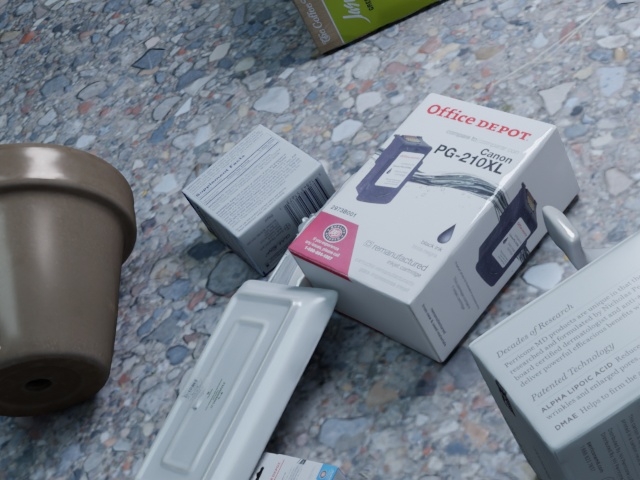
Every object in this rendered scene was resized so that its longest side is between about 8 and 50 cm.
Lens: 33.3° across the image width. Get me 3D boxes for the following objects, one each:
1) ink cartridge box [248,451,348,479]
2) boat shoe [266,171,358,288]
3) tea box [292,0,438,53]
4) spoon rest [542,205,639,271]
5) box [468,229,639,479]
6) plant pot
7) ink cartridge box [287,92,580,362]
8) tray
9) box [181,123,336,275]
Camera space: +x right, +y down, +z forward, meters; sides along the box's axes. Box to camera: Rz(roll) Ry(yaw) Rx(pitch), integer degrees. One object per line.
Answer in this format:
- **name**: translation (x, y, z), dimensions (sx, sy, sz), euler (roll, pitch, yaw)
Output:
- **ink cartridge box**: translation (-0.023, 0.221, 0.953), dimensions (0.083, 0.028, 0.048), euler (5, 52, 35)
- **boat shoe**: translation (0.000, 0.000, 1.143), dimensions (0.063, 0.066, 0.184), euler (12, 66, 38)
- **tea box**: translation (0.078, -0.479, 1.446), dimensions (0.323, 0.220, 0.329), euler (-22, 41, 10)
- **spoon rest**: translation (0.337, -0.034, 0.965), dimensions (0.276, 0.084, 0.137), euler (-19, 41, -6)
- **box**: translation (0.235, 0.113, 0.784), dimensions (0.182, 0.181, 0.119), euler (-33, 40, -1)
- **plant pot**: translation (-0.317, 0.060, 1.165), dimensions (0.263, 0.263, 0.229), euler (-23, 60, 10)
- **ink cartridge box**: translation (0.114, -0.022, 1.056), dimensions (0.172, 0.100, 0.237), euler (24, 64, 43)
- **tray**: translation (-0.094, 0.151, 1.024), dimensions (0.145, 0.030, 0.270), euler (4, 59, 47)
- **box**: translation (-0.067, -0.048, 1.217), dimensions (0.126, 0.072, 0.137), euler (-41, 42, -11)
